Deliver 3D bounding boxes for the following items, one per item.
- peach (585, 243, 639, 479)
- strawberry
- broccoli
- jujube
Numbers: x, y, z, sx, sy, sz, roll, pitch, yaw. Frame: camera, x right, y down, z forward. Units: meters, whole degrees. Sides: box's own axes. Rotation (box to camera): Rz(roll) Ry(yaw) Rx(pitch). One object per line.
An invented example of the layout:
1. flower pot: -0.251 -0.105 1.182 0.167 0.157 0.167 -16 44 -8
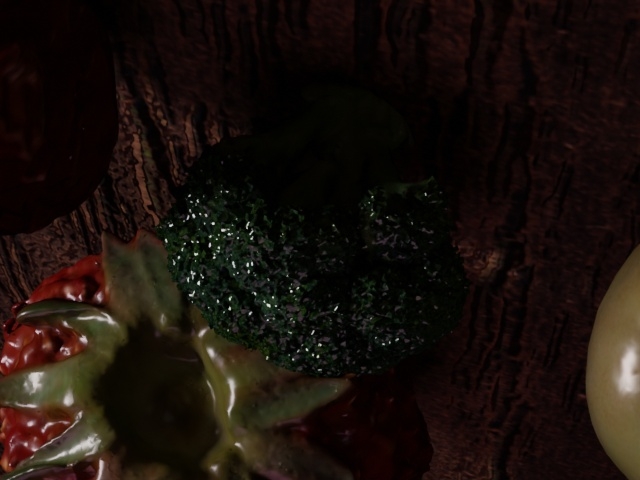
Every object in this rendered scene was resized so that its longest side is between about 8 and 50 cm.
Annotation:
1. peach: 0.255 0.054 1.020 0.233 0.232 0.232 15 156 7
2. strawberry: -0.074 0.130 1.325 0.292 0.292 0.343 15 168 6
3. broccoli: 0.000 0.000 1.088 0.195 0.156 0.195 12 159 5
4. jujube: -0.216 -0.112 0.965 0.216 0.216 0.342 7 160 23
